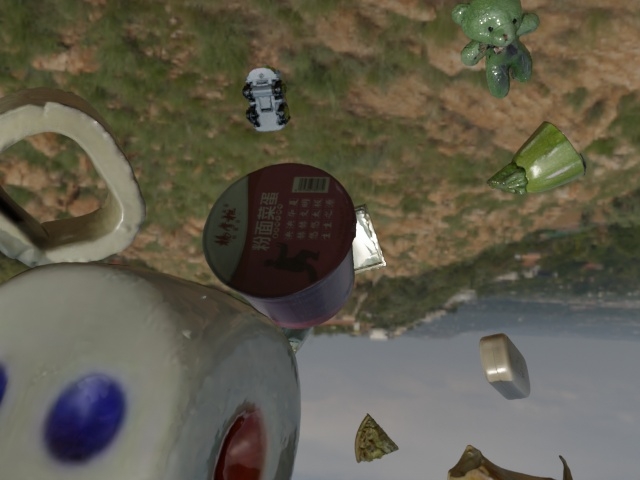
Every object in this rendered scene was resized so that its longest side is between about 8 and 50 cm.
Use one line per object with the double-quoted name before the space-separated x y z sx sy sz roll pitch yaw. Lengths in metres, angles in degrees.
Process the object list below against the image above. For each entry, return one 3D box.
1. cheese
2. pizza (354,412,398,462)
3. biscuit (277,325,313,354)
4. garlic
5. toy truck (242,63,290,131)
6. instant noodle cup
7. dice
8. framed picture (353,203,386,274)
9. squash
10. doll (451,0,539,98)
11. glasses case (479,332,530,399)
"cheese" -0.492 -0.103 1.395 0.332 0.292 0.153 55 175 -30
"pizza" 0.138 0.488 1.846 0.108 0.123 0.026 11 180 9
"biscuit" -0.088 0.229 1.598 0.079 0.186 0.309 34 134 1
"garlic" 0.296 0.392 1.124 0.245 0.164 0.145 17 148 -34
"toy truck" -0.086 -0.248 1.311 0.076 0.111 0.077 0 -160 18
"instant noodle cup" -0.047 0.024 1.191 0.234 0.235 0.178 1 149 13
"dice" -0.210 0.206 0.761 0.304 0.304 0.277 3 153 23
"framed picture" 0.021 0.015 1.554 0.201 0.136 0.010 -16 -168 18
"squash" 0.321 -0.104 1.165 0.132 0.105 0.105 -36 171 1
"doll" 0.238 -0.256 0.984 0.115 0.077 0.150 -29 130 5
"glasses case" 0.314 0.216 1.290 0.050 0.083 0.196 -11 155 21
